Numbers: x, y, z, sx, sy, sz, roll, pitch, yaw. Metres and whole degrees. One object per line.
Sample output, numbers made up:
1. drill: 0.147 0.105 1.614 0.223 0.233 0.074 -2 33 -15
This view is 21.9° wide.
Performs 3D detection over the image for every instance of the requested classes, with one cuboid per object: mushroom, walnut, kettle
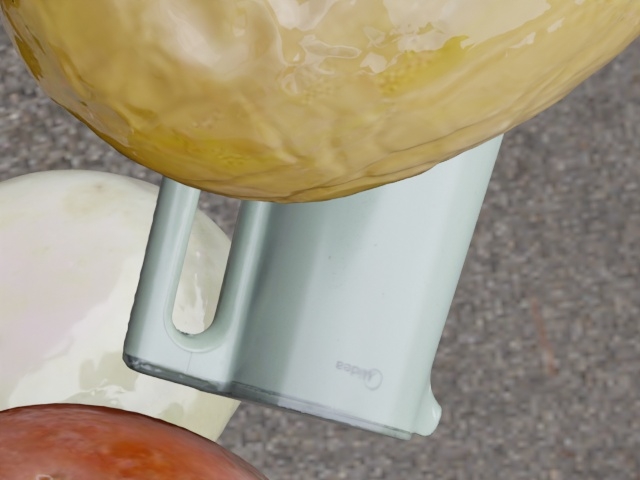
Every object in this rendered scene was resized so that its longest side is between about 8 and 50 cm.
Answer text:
1. mushroom: -0.157 0.080 1.006 0.246 0.246 0.202 -54 148 -39
2. walnut: 0.007 -0.113 0.486 0.193 0.226 0.193 50 22 -29
3. kettle: 0.005 0.001 0.685 0.127 0.098 0.148 23 81 -49

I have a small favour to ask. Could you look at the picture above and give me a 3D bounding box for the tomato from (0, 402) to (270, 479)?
1. tomato: -0.096 0.202 0.670 0.265 0.265 0.264 11 75 -47
